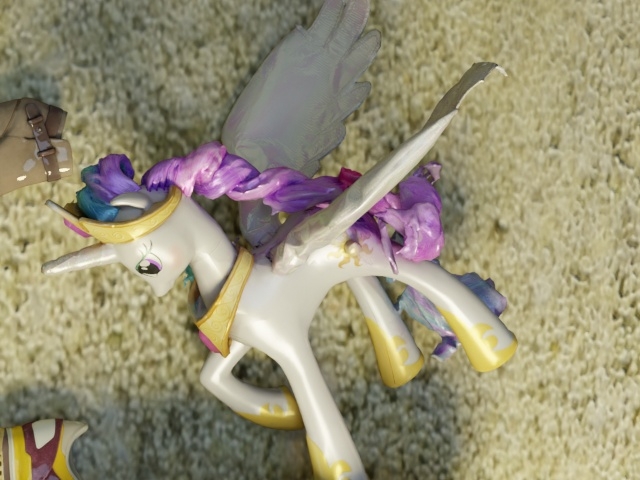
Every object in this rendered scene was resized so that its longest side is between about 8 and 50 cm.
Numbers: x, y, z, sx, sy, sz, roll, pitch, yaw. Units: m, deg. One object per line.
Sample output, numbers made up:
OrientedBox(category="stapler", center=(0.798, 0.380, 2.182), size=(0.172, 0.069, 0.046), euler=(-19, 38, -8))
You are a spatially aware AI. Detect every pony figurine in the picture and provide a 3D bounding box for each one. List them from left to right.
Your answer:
OrientedBox(category="pony figurine", center=(0.000, 0.000, 1.105), size=(0.351, 0.303, 0.363), euler=(-43, 118, -5))

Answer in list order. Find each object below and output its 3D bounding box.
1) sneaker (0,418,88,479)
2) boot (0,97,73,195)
OrientedBox(category="sneaker", center=(-0.215, 0.239, 1.114), size=(0.084, 0.069, 0.185), euler=(-7, 93, -13))
OrientedBox(category="boot", center=(-0.247, -0.059, 1.117), size=(0.087, 0.042, 0.118), euler=(2, 90, -21))
